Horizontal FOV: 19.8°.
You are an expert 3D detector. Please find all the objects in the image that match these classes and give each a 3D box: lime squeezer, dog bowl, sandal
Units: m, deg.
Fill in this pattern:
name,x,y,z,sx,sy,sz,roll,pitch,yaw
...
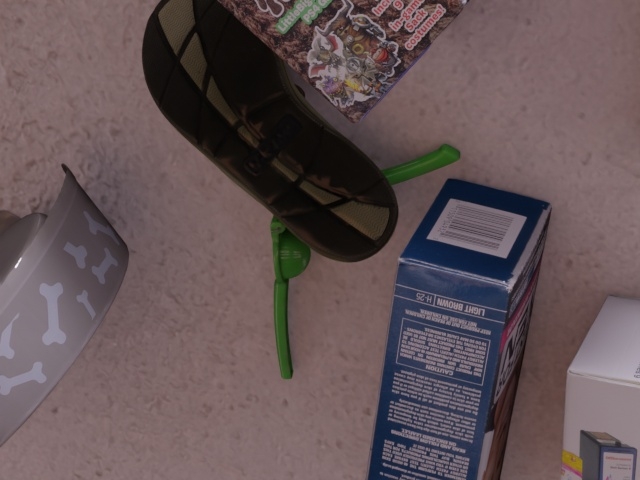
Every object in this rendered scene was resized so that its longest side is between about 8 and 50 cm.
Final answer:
name,x,y,z,sx,sy,sz,roll,pitch,yaw
lime squeezer,0.000,0.000,1.719,0.110,0.059,0.310,20,124,-24
dog bowl,-0.315,0.091,1.722,0.102,0.349,0.349,42,123,-16
sandal,-0.051,-0.099,1.649,0.120,0.086,0.303,-39,85,2

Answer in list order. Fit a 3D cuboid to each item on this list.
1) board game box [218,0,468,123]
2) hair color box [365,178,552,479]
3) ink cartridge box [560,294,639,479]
name,x,y,z,sx,sy,sz,roll,pitch,yaw
board game box,-0.002,-0.272,1.468,0.291,0.232,0.141,42,122,-3
hair color box,0.118,0.140,1.659,0.105,0.174,0.347,15,120,13
ink cartridge box,0.274,0.176,1.626,0.093,0.154,0.212,10,119,18
